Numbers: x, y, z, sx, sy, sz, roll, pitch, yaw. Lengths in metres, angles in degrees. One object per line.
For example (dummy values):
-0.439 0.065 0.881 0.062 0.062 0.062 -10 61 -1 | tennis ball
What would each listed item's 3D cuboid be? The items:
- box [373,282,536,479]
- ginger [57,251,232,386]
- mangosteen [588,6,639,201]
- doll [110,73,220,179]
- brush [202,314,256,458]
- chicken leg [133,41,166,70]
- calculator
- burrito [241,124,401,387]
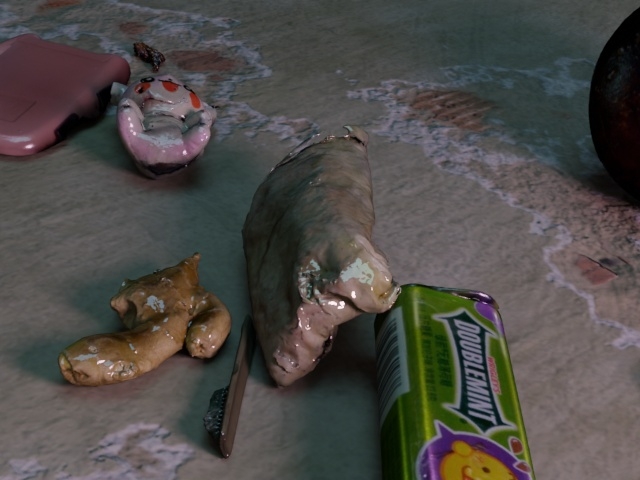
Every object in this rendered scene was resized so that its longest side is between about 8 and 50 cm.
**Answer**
0.121 0.170 1.091 0.134 0.097 0.345 15 30 -8 | box
-0.182 0.085 1.217 0.214 0.059 0.133 -21 49 -35 | ginger
0.498 -0.184 1.564 0.330 0.330 0.330 5 32 -3 | mangosteen
-0.201 -0.149 1.553 0.149 0.095 0.192 8 29 -10 | doll
-0.088 0.139 1.171 0.028 0.034 0.190 -6 31 10 | brush
-0.255 -0.280 1.820 0.036 0.021 0.083 -7 38 -39 | chicken leg
-0.403 -0.202 1.642 0.220 0.048 0.329 16 35 11 | calculator
-0.011 0.005 1.294 0.175 0.107 0.347 -27 32 14 | burrito
